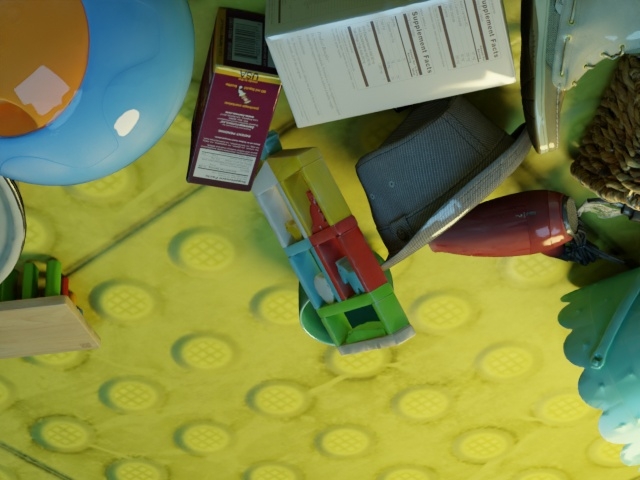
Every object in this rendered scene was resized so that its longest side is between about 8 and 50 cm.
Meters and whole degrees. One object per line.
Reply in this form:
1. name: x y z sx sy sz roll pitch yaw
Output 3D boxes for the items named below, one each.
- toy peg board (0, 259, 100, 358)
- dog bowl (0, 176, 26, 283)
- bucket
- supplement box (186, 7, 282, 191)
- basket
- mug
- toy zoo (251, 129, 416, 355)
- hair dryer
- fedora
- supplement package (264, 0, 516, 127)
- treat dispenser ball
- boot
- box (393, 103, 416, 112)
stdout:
1. toy peg board: -0.405 0.094 1.835 0.161 0.079 0.161 -6 153 7
2. dog bowl: -0.546 -0.086 1.564 0.408 0.150 0.408 -1 138 -1
3. bucket: 0.460 0.153 1.764 0.183 0.281 0.281 -27 132 24
4. supplement box: -0.099 -0.159 1.524 0.080 0.104 0.188 9 137 -10
5. basket: 0.473 -0.075 1.548 0.299 0.213 0.223 7 136 -9
6. mug: 0.029 0.074 1.790 0.129 0.097 0.158 17 135 -20
7. toy zoo: 0.000 0.000 1.601 0.030 0.293 0.192 -29 -178 -22
8. hair dryer: 0.280 0.004 1.682 0.293 0.080 0.223 6 156 -9
9. fedora: 0.123 -0.083 1.566 0.124 0.244 0.275 48 158 -3
10. supplement package: 0.075 -0.234 1.419 0.244 0.139 0.134 -10 136 11
11. treat dispenser ball: -0.271 -0.200 1.340 0.288 0.288 0.288 -1 138 -1
12. boot: 0.305 -0.202 1.451 0.165 0.077 0.213 -2 100 -4
13. box: 0.096 -0.194 1.553 0.067 0.018 0.083 -25 133 24
